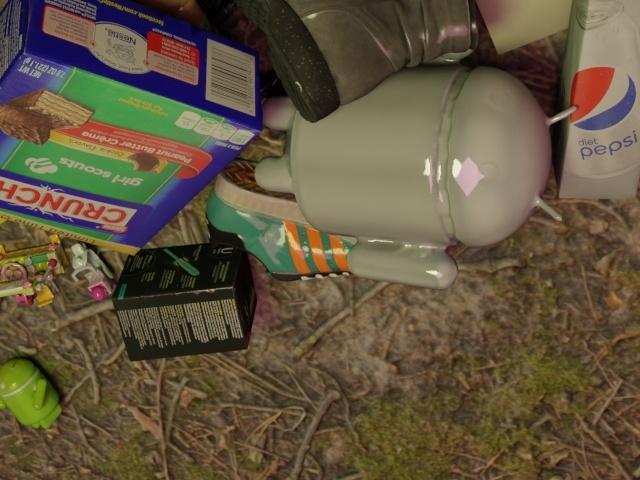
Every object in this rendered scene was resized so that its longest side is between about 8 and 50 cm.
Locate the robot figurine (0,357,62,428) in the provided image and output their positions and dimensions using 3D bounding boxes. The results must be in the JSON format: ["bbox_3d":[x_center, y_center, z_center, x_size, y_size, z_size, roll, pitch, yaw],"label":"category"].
[{"bbox_3d":[-0.421,0.217,1.572,0.101,0.067,0.115,-3,127,42],"label":"robot figurine"}]

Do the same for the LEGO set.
[{"bbox_3d":[-0.423,0.091,1.474,0.287,0.107,0.132,-31,114,20],"label":"LEGO set"}]

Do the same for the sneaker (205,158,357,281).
[{"bbox_3d":[0.000,0.000,1.395,0.302,0.108,0.121,20,122,1],"label":"sneaker"}]

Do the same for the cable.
[{"bbox_3d":[-0.088,-0.233,1.289,0.184,0.047,0.151,-10,120,11],"label":"cable"}]

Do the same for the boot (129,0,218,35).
[{"bbox_3d":[-0.247,-0.296,1.188,0.236,0.089,0.269,-8,138,15],"label":"boot"}]

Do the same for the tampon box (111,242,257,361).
[{"bbox_3d":[-0.174,0.078,1.439,0.161,0.120,0.101,-6,120,8],"label":"tampon box"}]

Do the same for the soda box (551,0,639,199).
[{"bbox_3d":[0.317,-0.183,1.206,0.091,0.098,0.286,1,131,3],"label":"soda box"}]

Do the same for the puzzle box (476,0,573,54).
[{"bbox_3d":[0.240,-0.405,1.111,0.272,0.052,0.409,-19,130,15],"label":"puzzle box"}]

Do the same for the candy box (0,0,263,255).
[{"bbox_3d":[-0.258,-0.126,1.221,0.268,0.122,0.317,16,147,-30],"label":"candy box"}]

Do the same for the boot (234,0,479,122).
[{"bbox_3d":[0.011,-0.308,1.179,0.222,0.118,0.338,-28,85,-5],"label":"boot"}]

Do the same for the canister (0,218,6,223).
[{"bbox_3d":[-0.466,-0.099,1.383,0.126,0.073,0.170,-6,122,8],"label":"canister"}]

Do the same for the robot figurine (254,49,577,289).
[{"bbox_3d":[0.104,-0.099,1.236,0.353,0.200,0.300,6,94,24],"label":"robot figurine"}]
